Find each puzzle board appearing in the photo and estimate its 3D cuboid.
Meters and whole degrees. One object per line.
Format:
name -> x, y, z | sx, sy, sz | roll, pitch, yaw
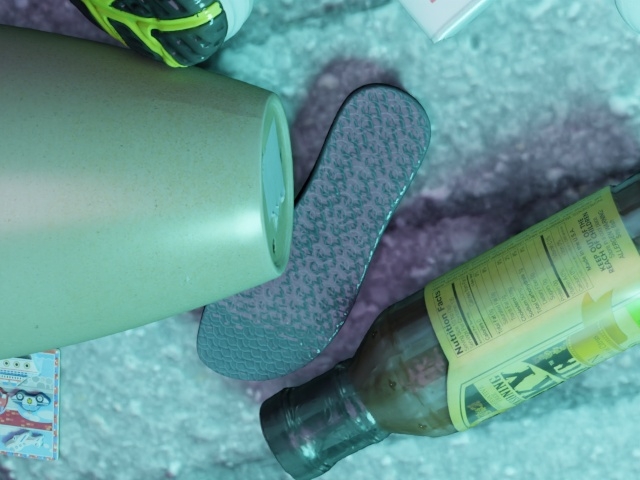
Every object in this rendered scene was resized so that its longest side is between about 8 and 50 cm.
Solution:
puzzle board -> -0.276, 0.129, 1.213 | 0.128, 0.011, 0.096 | 6, 104, 10

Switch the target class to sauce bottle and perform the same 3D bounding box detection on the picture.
sauce bottle -> 0.115, 0.072, 1.070 | 0.344, 0.111, 0.111 | -30, 96, 18

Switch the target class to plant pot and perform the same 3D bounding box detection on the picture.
plant pot -> -0.163, -0.037, 1.028 | 0.274, 0.256, 0.256 | -2, 103, 9

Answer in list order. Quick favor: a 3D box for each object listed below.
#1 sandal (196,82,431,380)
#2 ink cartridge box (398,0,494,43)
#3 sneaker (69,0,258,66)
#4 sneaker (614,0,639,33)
sandal -> 0.001, 0.000, 1.110 | 0.097, 0.054, 0.254 | 35, 98, -6
ink cartridge box -> 0.073, -0.266, 1.005 | 0.158, 0.092, 0.218 | -39, 95, 17
sneaker -> -0.174, -0.261, 1.034 | 0.385, 0.145, 0.147 | 36, 64, 21
sneaker -> 0.231, -0.190, 0.975 | 0.061, 0.054, 0.152 | 28, 150, 30
